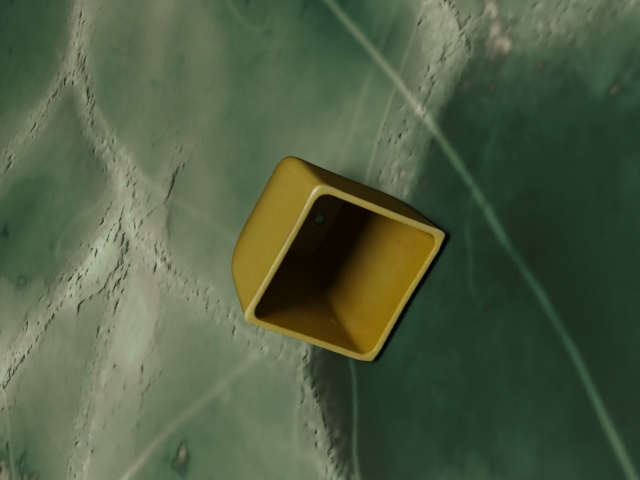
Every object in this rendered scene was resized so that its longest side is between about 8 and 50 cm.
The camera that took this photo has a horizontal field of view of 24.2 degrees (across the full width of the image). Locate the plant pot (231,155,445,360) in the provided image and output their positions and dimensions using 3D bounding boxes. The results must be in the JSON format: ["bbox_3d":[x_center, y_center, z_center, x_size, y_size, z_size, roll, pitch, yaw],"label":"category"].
[{"bbox_3d":[0.000,0.000,0.783,0.081,0.081,0.083,-60,30,16],"label":"plant pot"}]
